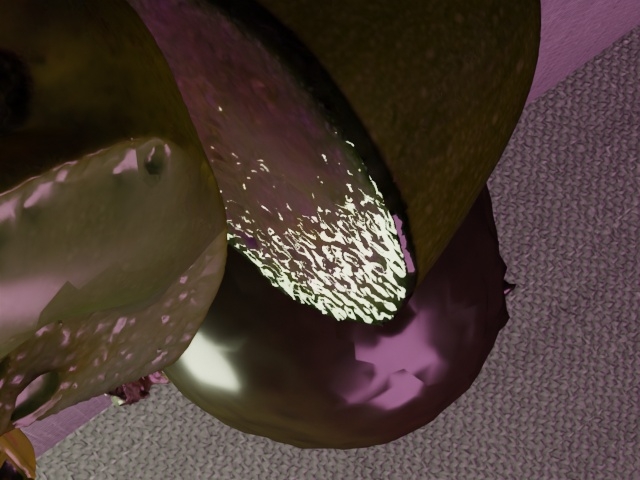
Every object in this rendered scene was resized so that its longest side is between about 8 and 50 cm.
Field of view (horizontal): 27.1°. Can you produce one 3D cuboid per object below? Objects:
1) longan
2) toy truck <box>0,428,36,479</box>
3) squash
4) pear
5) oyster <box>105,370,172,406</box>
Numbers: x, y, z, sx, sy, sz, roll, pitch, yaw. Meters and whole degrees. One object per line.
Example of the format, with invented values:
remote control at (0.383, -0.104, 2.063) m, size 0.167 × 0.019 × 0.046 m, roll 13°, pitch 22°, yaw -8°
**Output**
longan at (0.004, 0.008, 1.321) m, size 0.404 × 0.404 × 0.436 m, roll -34°, pitch 172°, yaw -23°
toy truck at (-0.353, 0.154, 1.149) m, size 0.124 × 0.272 × 0.157 m, roll 2°, pitch -133°, yaw 33°
squash at (0.056, -0.142, 0.997) m, size 0.309 × 0.310 × 0.310 m, roll -38°, pitch 175°, yaw -23°
pear at (-0.208, -0.026, 0.779) m, size 0.342 × 0.238 × 0.318 m, roll -22°, pitch 153°, yaw -46°
oyster at (-0.331, 0.144, 1.656) m, size 0.204 × 0.111 × 0.396 m, roll 1°, pitch 168°, yaw 17°
